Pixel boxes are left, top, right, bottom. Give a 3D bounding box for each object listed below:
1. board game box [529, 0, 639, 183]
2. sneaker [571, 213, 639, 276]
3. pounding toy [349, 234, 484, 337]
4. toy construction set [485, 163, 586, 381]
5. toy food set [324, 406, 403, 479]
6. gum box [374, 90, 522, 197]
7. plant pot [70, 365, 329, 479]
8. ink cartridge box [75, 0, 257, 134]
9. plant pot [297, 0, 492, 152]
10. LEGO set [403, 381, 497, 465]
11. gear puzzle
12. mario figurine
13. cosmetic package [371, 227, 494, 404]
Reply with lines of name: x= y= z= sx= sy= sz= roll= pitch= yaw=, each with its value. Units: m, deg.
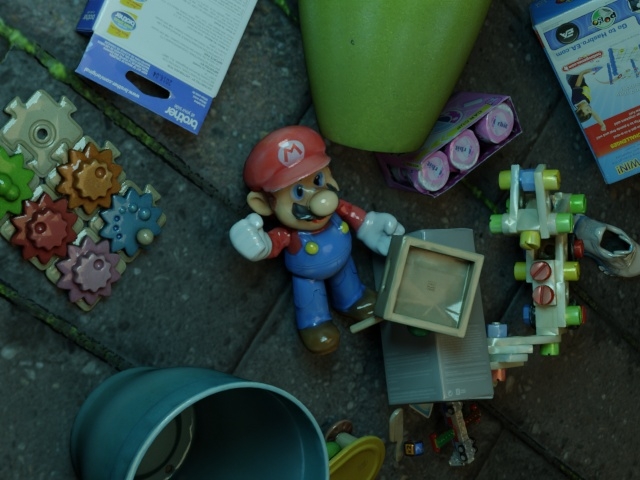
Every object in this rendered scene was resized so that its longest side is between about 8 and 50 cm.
board game box: x=0.512 y=-0.276 z=1.820 sx=0.308 sy=0.086 sz=0.302 roll=-22 pitch=120 yaw=17
sneaker: x=0.481 y=0.017 z=1.971 sx=0.190 sy=0.083 sz=0.071 roll=23 pitch=85 yaw=-37
pounding toy: x=0.124 y=0.071 z=1.592 sx=0.130 sy=0.100 sz=0.141 roll=14 pitch=89 yaw=-9
toy construction set: x=0.317 y=0.053 z=1.807 sx=0.215 sy=0.151 sz=0.328 roll=2 pitch=101 yaw=-67
toy food set: x=0.020 y=0.318 z=1.734 sx=0.218 sy=0.071 sz=0.128 roll=-37 pitch=142 yaw=-21
gum box: x=0.176 y=-0.135 z=1.714 sx=0.188 sy=0.107 sz=0.062 roll=-37 pitch=118 yaw=-23
plant pot: x=-0.172 y=0.269 z=1.469 sx=0.271 sy=0.255 sz=0.272 roll=-8 pitch=105 yaw=-34
ink cartridge box: x=-0.169 y=-0.306 z=1.472 sx=0.185 sy=0.065 sz=0.311 roll=26 pitch=82 yaw=-36
plant pot: x=0.086 y=-0.268 z=1.536 sx=0.274 sy=0.275 sz=0.294 roll=-5 pitch=112 yaw=-34
LEGO set: x=0.187 y=0.226 z=1.829 sx=0.182 sy=0.060 sz=0.244 roll=37 pitch=61 yaw=-36
gear puzzle: x=-0.322 y=-0.076 z=1.424 sx=0.175 sy=0.044 sz=0.339 roll=-51 pitch=122 yaw=-15
mario figurine: x=0.000 y=0.000 z=1.579 sx=0.198 sy=0.170 sz=0.321 roll=-65 pitch=143 yaw=-49
cosmetic package: x=0.154 y=0.107 z=1.700 sx=0.107 sy=0.127 sz=0.238 roll=2 pitch=82 yaw=-34
